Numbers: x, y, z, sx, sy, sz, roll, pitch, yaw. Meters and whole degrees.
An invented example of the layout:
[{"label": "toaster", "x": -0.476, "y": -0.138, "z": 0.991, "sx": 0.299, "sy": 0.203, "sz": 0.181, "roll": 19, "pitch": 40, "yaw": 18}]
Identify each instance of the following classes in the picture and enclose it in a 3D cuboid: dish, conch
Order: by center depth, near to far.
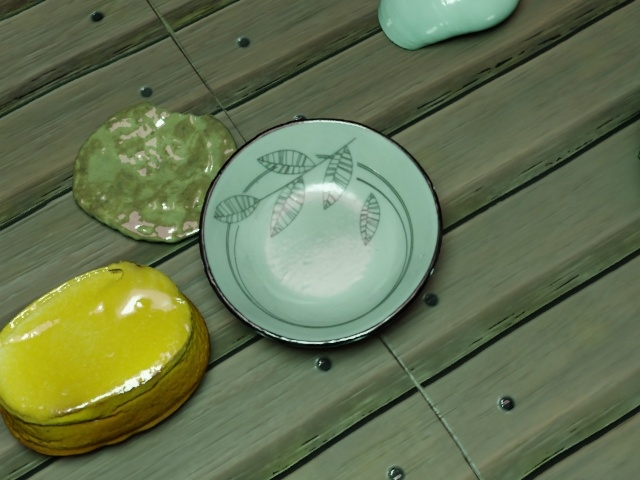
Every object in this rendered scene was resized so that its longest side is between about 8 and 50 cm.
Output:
[{"label": "dish", "x": 0.000, "y": 0.000, "z": 1.268, "sx": 0.316, "sy": 0.106, "sz": 0.316, "roll": 0, "pitch": 67, "yaw": 1}, {"label": "conch", "x": 0.190, "y": -0.378, "z": 1.449, "sx": 0.221, "sy": 0.121, "sz": 0.185, "roll": -24, "pitch": 36, "yaw": -4}]

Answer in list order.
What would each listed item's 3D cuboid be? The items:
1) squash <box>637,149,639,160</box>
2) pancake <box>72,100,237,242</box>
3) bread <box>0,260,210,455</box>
[{"label": "squash", "x": 0.549, "y": -0.234, "z": 1.286, "sx": 0.310, "sy": 0.310, "sz": 0.309, "roll": -2, "pitch": 49, "yaw": 1}, {"label": "pancake", "x": -0.228, "y": -0.096, "z": 1.354, "sx": 0.236, "sy": 0.042, "sz": 0.222, "roll": -6, "pitch": 69, "yaw": 2}, {"label": "bread", "x": -0.269, "y": 0.145, "z": 1.182, "sx": 0.269, "sy": 0.143, "sz": 0.195, "roll": -27, "pitch": 64, "yaw": -13}]
